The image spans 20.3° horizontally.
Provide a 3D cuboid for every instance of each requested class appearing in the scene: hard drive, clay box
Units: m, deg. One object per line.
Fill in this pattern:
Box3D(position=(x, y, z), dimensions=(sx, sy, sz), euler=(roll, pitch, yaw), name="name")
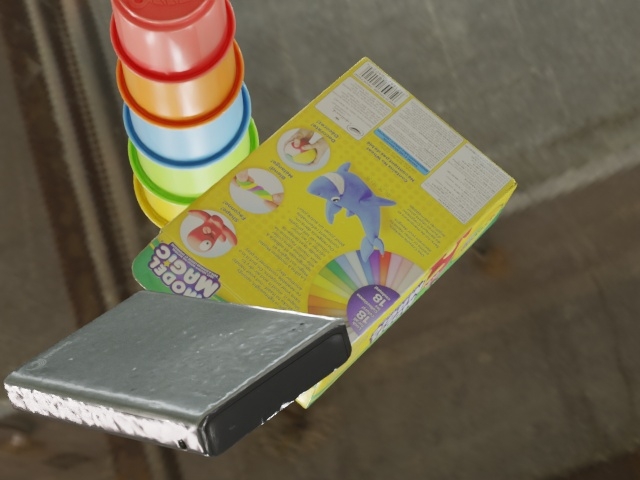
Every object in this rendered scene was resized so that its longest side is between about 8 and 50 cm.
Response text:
Box3D(position=(-0.066, 0.057, 0.805), dimensions=(0.135, 0.094, 0.022), euler=(6, -60, 44), name="hard drive")
Box3D(position=(0.000, 0.000, 1.060), dimensions=(0.127, 0.053, 0.222), euler=(41, -121, 12), name="clay box")

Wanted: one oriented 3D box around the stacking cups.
Box3D(position=(-0.080, -0.096, 1.140), dimensions=(0.096, 0.316, 0.096), euler=(1, -110, -3), name="stacking cups")
